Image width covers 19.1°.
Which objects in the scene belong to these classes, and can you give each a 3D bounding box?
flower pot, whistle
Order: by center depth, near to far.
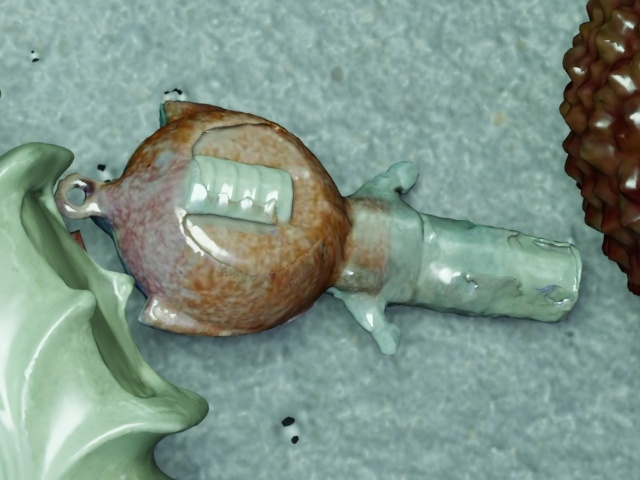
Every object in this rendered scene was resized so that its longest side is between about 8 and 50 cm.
[{"bbox_3d":[-0.231,0.059,1.083,0.254,0.164,0.367,-27,91,5],"label":"flower pot"},{"bbox_3d":[0.000,0.000,1.209,0.346,0.133,0.142,10,48,-17],"label":"whistle"}]

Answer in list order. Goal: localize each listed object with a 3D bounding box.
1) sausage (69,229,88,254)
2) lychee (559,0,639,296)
[{"bbox_3d":[-0.149,0.058,1.228,0.034,0.034,0.129,-20,93,-8],"label":"sausage"},{"bbox_3d":[0.304,-0.057,1.168,0.330,0.306,0.306,33,86,-4],"label":"lychee"}]
